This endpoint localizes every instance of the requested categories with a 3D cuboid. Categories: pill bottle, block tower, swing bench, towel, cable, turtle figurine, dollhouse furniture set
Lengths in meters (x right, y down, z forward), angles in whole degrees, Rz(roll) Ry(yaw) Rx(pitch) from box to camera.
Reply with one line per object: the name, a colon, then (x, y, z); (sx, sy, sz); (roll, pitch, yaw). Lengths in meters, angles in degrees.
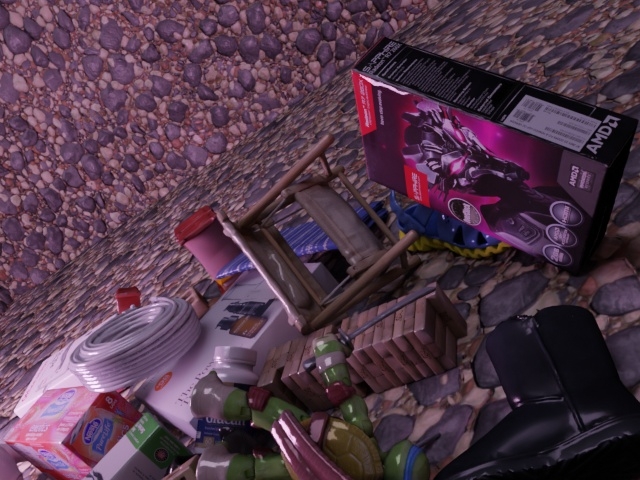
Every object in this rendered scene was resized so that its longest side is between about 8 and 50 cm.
pill bottle: (-0.145, 0.258, 1.006); (0.094, 0.094, 0.170); (-14, 65, 45)
block tower: (0.051, 0.179, 0.959); (0.335, 0.091, 0.097); (-27, 26, 27)
swing bench: (0.000, 0.000, 1.106); (0.254, 0.253, 0.165); (-37, -20, -2)
towel: (-0.036, 0.004, 1.364); (0.335, 0.040, 0.243); (-16, 13, 31)
cable: (-0.360, 0.201, 1.229); (0.257, 0.089, 0.257); (-7, 20, 48)
turtle figurine: (0.004, 0.213, 0.731); (0.266, 0.198, 0.275); (0, 42, 18)
dollhouse furniture set: (-0.353, 0.109, 1.563); (0.374, 0.201, 0.152); (-40, 22, -6)

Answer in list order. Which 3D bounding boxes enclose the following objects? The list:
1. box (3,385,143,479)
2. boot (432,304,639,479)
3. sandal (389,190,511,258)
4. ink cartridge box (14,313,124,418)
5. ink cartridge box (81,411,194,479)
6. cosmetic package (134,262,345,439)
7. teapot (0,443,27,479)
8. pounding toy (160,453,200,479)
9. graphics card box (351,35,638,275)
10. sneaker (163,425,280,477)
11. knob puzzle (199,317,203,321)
box: (-0.498, 0.399, 1.291); (0.300, 0.154, 0.142); (-17, 30, 43)
boot: (0.215, 0.185, 0.686); (0.246, 0.094, 0.207); (-27, 28, 12)
sandal: (0.227, -0.053, 1.080); (0.317, 0.138, 0.126); (-3, 39, 52)
ink cartridge box: (-0.615, 0.346, 1.616); (0.283, 0.117, 0.207); (-32, 23, 14)
ink cartridge box: (-0.282, 0.398, 0.964); (0.208, 0.153, 0.087); (-46, 23, -20)
cosmetic package: (-0.161, 0.205, 1.231); (0.377, 0.097, 0.284); (-50, 22, -26)
teapot: (-0.705, 0.549, 1.300); (0.252, 0.187, 0.256); (160, 131, -79)
pounding toy: (-0.127, 0.372, 0.749); (0.094, 0.206, 0.181); (-34, -7, -12)
graphics card box: (0.221, -0.120, 0.879); (0.370, 0.233, 0.094); (28, 63, 28)
sneaker: (-0.191, 0.378, 0.894); (0.286, 0.130, 0.109); (-44, 21, -11)
knob puzzle: (-0.277, 0.218, 1.466); (0.213, 0.030, 0.213); (-32, 23, 15)
